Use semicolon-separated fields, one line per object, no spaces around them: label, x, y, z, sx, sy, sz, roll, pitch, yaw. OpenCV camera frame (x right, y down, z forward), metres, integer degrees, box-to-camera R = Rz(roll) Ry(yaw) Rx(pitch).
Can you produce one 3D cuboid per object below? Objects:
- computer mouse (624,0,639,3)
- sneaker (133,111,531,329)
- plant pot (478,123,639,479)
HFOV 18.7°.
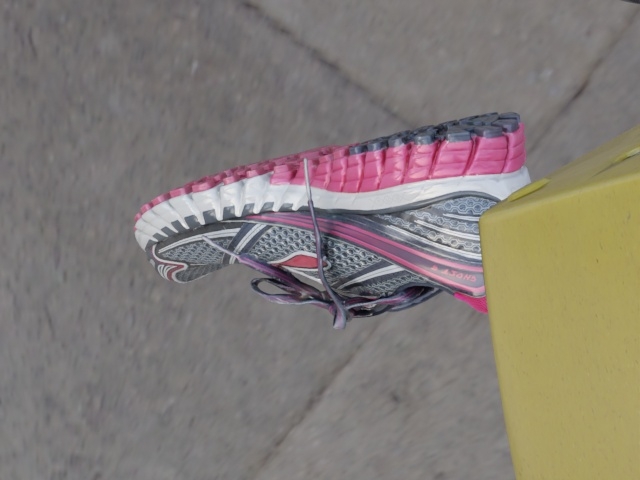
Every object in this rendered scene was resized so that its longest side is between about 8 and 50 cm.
computer mouse;0.280;-0.241;1.148;0.184;0.262;0.060;0;53;-28
sneaker;0.000;0.000;1.192;0.121;0.299;0.112;-18;97;-45
plant pot;0.167;0.036;0.562;0.212;0.212;0.187;-29;94;-18
